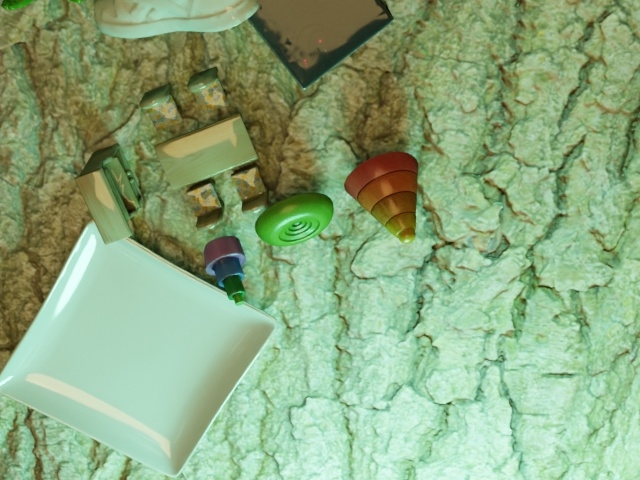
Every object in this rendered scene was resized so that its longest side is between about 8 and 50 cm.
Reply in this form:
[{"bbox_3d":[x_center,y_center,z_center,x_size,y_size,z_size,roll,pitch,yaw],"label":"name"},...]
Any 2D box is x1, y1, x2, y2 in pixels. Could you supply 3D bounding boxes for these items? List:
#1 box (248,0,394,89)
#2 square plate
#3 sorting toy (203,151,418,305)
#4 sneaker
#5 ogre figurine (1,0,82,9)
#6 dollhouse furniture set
[{"bbox_3d":[-0.043,-0.375,1.517,0.165,0.143,0.270,-37,108,12],"label":"box"},{"bbox_3d":[-0.300,0.179,1.764,0.344,0.049,0.347,30,107,-13],"label":"square plate"},{"bbox_3d":[0.000,0.000,1.643,0.365,0.127,0.126,-25,65,6],"label":"sorting toy"},{"bbox_3d":[-0.225,-0.365,1.440,0.292,0.108,0.169,4,135,40],"label":"sneaker"},{"bbox_3d":[-0.396,-0.394,1.524,0.197,0.097,0.118,-2,121,7],"label":"ogre figurine"},{"bbox_3d":[-0.218,-0.107,1.600,0.242,0.161,0.212,-20,110,5],"label":"dollhouse furniture set"}]
